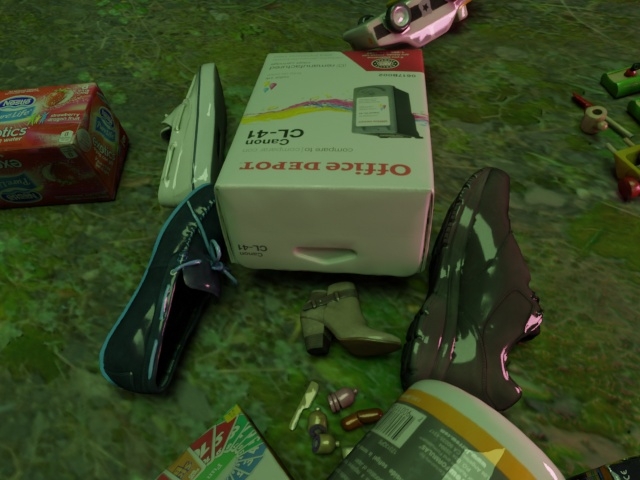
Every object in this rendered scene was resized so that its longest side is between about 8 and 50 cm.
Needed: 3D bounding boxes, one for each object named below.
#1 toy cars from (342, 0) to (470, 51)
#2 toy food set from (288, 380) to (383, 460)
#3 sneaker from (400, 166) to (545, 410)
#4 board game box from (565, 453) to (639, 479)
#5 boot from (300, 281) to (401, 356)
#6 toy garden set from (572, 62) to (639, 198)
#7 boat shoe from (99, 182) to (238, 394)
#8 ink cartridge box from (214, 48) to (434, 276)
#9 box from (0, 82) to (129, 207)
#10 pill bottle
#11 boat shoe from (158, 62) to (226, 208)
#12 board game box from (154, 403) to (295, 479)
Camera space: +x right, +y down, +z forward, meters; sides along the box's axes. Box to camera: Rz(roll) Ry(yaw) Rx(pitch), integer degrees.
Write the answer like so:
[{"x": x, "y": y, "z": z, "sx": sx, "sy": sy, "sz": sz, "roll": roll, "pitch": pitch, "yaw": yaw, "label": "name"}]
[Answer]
[{"x": 0.176, "y": -0.362, "z": 0.748, "sx": 0.177, "sy": 0.087, "sz": 0.393, "roll": -12, "pitch": 28, "yaw": 35, "label": "toy cars"}, {"x": 0.031, "y": 0.192, "z": 0.488, "sx": 0.122, "sy": 0.019, "sz": 0.077, "roll": 20, "pitch": 61, "yaw": 19, "label": "toy food set"}, {"x": 0.181, "y": 0.049, "z": 0.527, "sx": 0.130, "sy": 0.109, "sz": 0.286, "roll": 17, "pitch": 69, "yaw": 10, "label": "sneaker"}, {"x": 0.243, "y": 0.257, "z": 0.346, "sx": 0.048, "sy": 0.141, "sz": 0.170, "roll": -12, "pitch": 56, "yaw": -3, "label": "board game box"}, {"x": 0.032, "y": 0.085, "z": 0.538, "sx": 0.119, "sy": 0.042, "sz": 0.086, "roll": -4, "pitch": 47, "yaw": 14, "label": "boot"}, {"x": 0.462, "y": -0.167, "z": 0.648, "sx": 0.204, "sy": 0.049, "sz": 0.244, "roll": -17, "pitch": 54, "yaw": 0, "label": "toy garden set"}, {"x": -0.149, "y": 0.055, "z": 0.561, "sx": 0.089, "sy": 0.109, "sz": 0.258, "roll": 12, "pitch": 74, "yaw": 28, "label": "boat shoe"}, {"x": 0.020, "y": -0.115, "z": 0.599, "sx": 0.227, "sy": 0.131, "sz": 0.306, "roll": 2, "pitch": 44, "yaw": 6, "label": "ink cartridge box"}, {"x": -0.435, "y": -0.134, "z": 0.698, "sx": 0.257, "sy": 0.122, "sz": 0.128, "roll": -4, "pitch": 57, "yaw": 4, "label": "box"}, {"x": 0.048, "y": 0.256, "z": 0.358, "sx": 0.278, "sy": 0.162, "sz": 0.162, "roll": -42, "pitch": 62, "yaw": -19, "label": "pill bottle"}, {"x": -0.191, "y": -0.159, "z": 0.709, "sx": 0.088, "sy": 0.096, "sz": 0.267, "roll": -3, "pitch": 64, "yaw": -1, "label": "boat shoe"}, {"x": -0.075, "y": 0.221, "z": 0.368, "sx": 0.124, "sy": 0.039, "sz": 0.259, "roll": -41, "pitch": 18, "yaw": -17, "label": "board game box"}]
